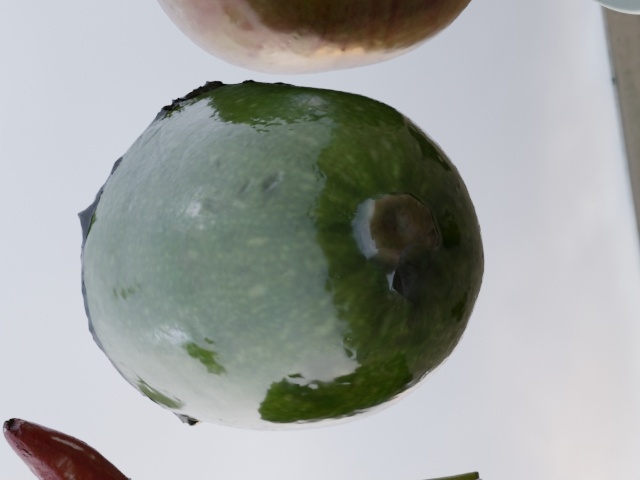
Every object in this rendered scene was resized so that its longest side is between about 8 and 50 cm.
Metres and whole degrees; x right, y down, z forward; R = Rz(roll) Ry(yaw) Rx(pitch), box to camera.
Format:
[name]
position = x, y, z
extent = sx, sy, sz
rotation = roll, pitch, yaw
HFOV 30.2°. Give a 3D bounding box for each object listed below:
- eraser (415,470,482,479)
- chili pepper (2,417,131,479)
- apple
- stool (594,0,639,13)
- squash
[eraser]
position = 0.027, 0.235, 0.915
extent = 0.158, 0.226, 0.069
rotation = -54, -43, -85
[chili pepper]
position = -0.298, 0.256, 1.348
extent = 0.169, 0.065, 0.088
rotation = 48, -118, -24
[apple]
position = -0.008, -0.363, 1.141
extent = 0.333, 0.400, 0.400
rotation = -131, 23, -63
[stool]
position = 0.376, -0.390, 1.339
extent = 0.199, 0.195, 0.195
rotation = -50, -23, -24
[squash]
position = 0.007, 0.031, 0.898
extent = 0.309, 0.310, 0.310
rotation = 16, 121, 61
